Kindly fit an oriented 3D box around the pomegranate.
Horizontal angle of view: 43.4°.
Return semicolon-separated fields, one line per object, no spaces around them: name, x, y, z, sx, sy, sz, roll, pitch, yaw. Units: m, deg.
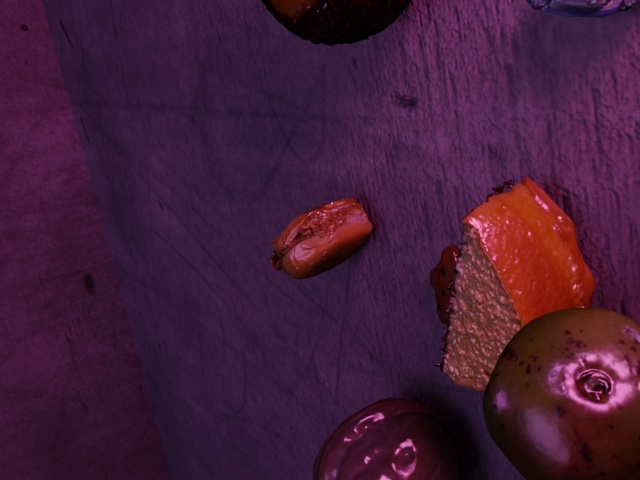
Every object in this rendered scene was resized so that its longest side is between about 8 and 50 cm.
pomegranate;0.248;0.164;0.750;0.181;0.181;0.224;49;173;34

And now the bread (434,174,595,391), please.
bread;0.218;0.075;0.866;0.134;0.129;0.260;33;135;42

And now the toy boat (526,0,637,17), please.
toy boat;0.234;-0.228;0.713;0.140;0.066;0.059;23;123;52

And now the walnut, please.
walnut;0.100;0.332;1.152;0.224;0.224;0.224;38;138;45

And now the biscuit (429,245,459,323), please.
biscuit;0.186;0.073;1.034;0.130;0.019;0.120;33;135;48

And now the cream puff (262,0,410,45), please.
cream puff;0.019;-0.344;0.911;0.239;0.164;0.239;37;137;45

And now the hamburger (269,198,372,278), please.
hamburger;0.000;0.000;1.188;0.083;0.138;0.147;64;145;14
